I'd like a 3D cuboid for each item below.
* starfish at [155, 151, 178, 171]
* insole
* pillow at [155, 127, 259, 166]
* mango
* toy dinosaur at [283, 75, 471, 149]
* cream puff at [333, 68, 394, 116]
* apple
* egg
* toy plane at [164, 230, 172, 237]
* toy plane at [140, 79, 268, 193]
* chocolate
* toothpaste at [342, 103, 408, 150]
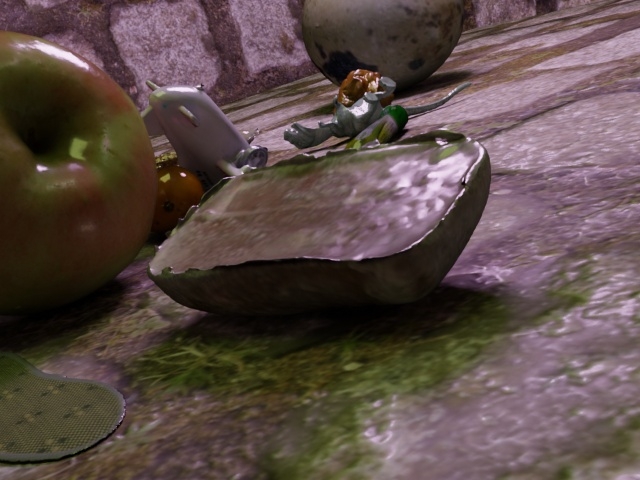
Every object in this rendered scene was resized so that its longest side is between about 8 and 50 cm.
[{"bbox_3d":[-0.313,-0.094,1.379,0.238,0.057,0.213,-39,40,3],"label":"starfish"},{"bbox_3d":[-0.247,0.129,0.685,0.109,0.007,0.322,-25,17,-32],"label":"insole"},{"bbox_3d":[-0.252,-0.137,1.533,0.185,0.075,0.302,-9,19,29],"label":"pillow"},{"bbox_3d":[-0.212,-0.049,1.170,0.105,0.084,0.159,-36,1,-11],"label":"mango"},{"bbox_3d":[0.119,-0.247,1.505,0.383,0.076,0.129,-14,-20,-9],"label":"toy dinosaur"},{"bbox_3d":[0.081,-0.264,1.594,0.122,0.116,0.094,-9,51,5],"label":"cream puff"},{"bbox_3d":[-0.345,-0.066,0.932,0.277,0.319,0.319,-27,4,43],"label":"apple"},{"bbox_3d":[0.150,-0.518,1.981,0.428,0.345,0.345,4,25,46],"label":"egg"},{"bbox_3d":[-0.136,-0.024,1.050,0.120,0.049,0.031,-40,21,-17],"label":"toy plane"},{"bbox_3d":[-0.170,-0.140,1.219,0.118,0.252,0.252,-48,18,-3],"label":"toy plane"},{"bbox_3d":[0.000,0.000,0.703,0.303,0.100,0.185,-8,27,39],"label":"chocolate"},{"bbox_3d":[0.097,-0.180,1.379,0.078,0.047,0.248,-15,16,26],"label":"toothpaste"}]
